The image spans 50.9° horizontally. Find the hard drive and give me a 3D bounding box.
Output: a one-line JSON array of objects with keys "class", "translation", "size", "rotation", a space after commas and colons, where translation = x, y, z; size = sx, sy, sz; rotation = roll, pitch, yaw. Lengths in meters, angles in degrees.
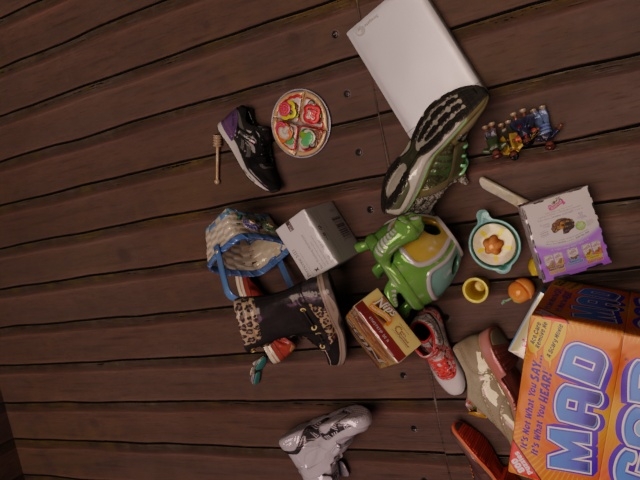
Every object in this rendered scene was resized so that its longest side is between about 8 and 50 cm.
[{"class": "hard drive", "translation": [0.249, -0.467, 1.761], "size": [0.233, 0.047, 0.353], "rotation": [-33, 84, 30]}]

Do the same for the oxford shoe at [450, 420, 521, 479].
[{"class": "oxford shoe", "translation": [0.444, 0.629, 1.877], "size": [0.271, 0.097, 0.098], "rotation": [51, 125, 10]}]

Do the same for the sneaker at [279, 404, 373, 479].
[{"class": "sneaker", "translation": [0.048, 0.648, 2.076], "size": [0.365, 0.137, 0.210], "rotation": [-30, 87, 35]}]

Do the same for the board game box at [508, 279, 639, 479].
[{"class": "board game box", "translation": [0.644, 0.320, 1.473], "size": [0.356, 0.356, 0.356], "rotation": [10, 103, 25]}]

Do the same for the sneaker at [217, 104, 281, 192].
[{"class": "sneaker", "translation": [-0.191, -0.278, 2.014], "size": [0.124, 0.107, 0.283], "rotation": [-39, 82, 23]}]

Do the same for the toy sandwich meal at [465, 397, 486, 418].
[{"class": "toy sandwich meal", "translation": [0.444, 0.461, 1.874], "size": [0.085, 0.029, 0.086], "rotation": [7, 104, 27]}]

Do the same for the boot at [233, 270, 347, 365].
[{"class": "boot", "translation": [-0.076, 0.252, 1.917], "size": [0.284, 0.138, 0.377], "rotation": [-12, 140, -1]}]

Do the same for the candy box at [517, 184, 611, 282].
[{"class": "candy box", "translation": [0.589, -0.018, 1.634], "size": [0.164, 0.070, 0.196], "rotation": [-17, 93, 9]}]

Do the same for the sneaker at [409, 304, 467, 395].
[{"class": "sneaker", "translation": [0.316, 0.320, 1.843], "size": [0.090, 0.145, 0.270], "rotation": [-17, 93, 27]}]

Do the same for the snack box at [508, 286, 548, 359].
[{"class": "snack box", "translation": [0.662, 0.277, 1.696], "size": [0.322, 0.060, 0.187], "rotation": [30, 112, 20]}]

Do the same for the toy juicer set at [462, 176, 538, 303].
[{"class": "toy juicer set", "translation": [0.483, 0.014, 1.718], "size": [0.209, 0.089, 0.329], "rotation": [11, 106, 27]}]

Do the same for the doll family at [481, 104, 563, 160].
[{"class": "doll family", "translation": [0.495, -0.254, 1.657], "size": [0.193, 0.076, 0.111], "rotation": [-24, 70, 35]}]

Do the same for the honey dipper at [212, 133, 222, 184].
[{"class": "honey dipper", "translation": [-0.328, -0.257, 2.136], "size": [0.030, 0.030, 0.161], "rotation": [14, 111, 25]}]

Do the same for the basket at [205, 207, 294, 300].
[{"class": "basket", "translation": [-0.211, 0.054, 1.993], "size": [0.201, 0.254, 0.289], "rotation": [-37, 62, 34]}]

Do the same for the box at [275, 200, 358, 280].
[{"class": "box", "translation": [0.000, 0.000, 1.924], "size": [0.119, 0.182, 0.181], "rotation": [-36, 84, 29]}]

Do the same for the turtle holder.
[{"class": "turtle holder", "translation": [0.231, 0.027, 1.749], "size": [0.227, 0.243, 0.320], "rotation": [-34, 122, 4]}]

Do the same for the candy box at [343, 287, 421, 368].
[{"class": "candy box", "translation": [0.159, 0.248, 1.832], "size": [0.087, 0.316, 0.183], "rotation": [-36, 81, -11]}]

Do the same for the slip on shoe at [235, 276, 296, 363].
[{"class": "slip on shoe", "translation": [-0.177, 0.222, 2.126], "size": [0.101, 0.123, 0.331], "rotation": [-27, 81, -2]}]

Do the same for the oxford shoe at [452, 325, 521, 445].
[{"class": "oxford shoe", "translation": [0.484, 0.432, 1.797], "size": [0.146, 0.140, 0.397], "rotation": [-27, 79, 37]}]

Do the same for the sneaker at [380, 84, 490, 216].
[{"class": "sneaker", "translation": [0.321, -0.216, 1.732], "size": [0.410, 0.182, 0.158], "rotation": [-54, 30, 34]}]

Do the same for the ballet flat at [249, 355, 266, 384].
[{"class": "ballet flat", "translation": [-0.211, 0.422, 2.220], "size": [0.041, 0.041, 0.114], "rotation": [27, 112, 21]}]

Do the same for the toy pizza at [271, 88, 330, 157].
[{"class": "toy pizza", "translation": [-0.063, -0.341, 1.968], "size": [0.201, 0.032, 0.201], "rotation": [7, 104, 27]}]
